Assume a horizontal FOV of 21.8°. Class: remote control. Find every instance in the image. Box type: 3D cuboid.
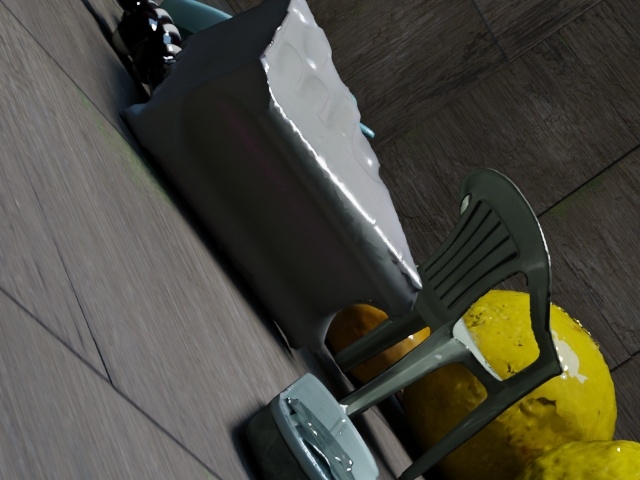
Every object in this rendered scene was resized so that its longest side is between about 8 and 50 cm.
[{"bbox_3d":[-0.004,0.158,1.251,0.104,0.052,0.247,55,5,4],"label":"remote control"}]

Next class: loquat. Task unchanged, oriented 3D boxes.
[{"bbox_3d":[0.063,0.108,1.918,0.137,0.113,0.137,34,34,-26],"label":"loquat"}]

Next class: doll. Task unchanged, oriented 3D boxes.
[{"bbox_3d":[-0.169,-0.187,1.781,0.091,0.067,0.219,22,39,-63],"label":"doll"}]

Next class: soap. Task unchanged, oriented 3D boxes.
[{"bbox_3d":[-0.027,-0.078,1.658,0.302,0.159,0.258,56,19,-18],"label":"soap"}]

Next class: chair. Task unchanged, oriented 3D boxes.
[{"bbox_3d":[0.127,0.080,1.718,0.190,0.274,0.203,49,6,-49],"label":"chair"}]

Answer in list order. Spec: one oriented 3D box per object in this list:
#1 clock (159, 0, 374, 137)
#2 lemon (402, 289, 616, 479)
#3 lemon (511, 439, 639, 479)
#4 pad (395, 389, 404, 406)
[{"bbox_3d":[-0.066,-0.175,1.922,0.274,0.094,0.223,31,-1,44],"label":"clock"},{"bbox_3d":[0.228,0.192,2.037,0.310,0.258,0.258,50,8,-43],"label":"lemon"},{"bbox_3d":[0.316,0.354,1.835,0.268,0.268,0.322,59,10,26],"label":"lemon"},{"bbox_3d":[0.194,0.281,2.277,0.284,0.018,0.286,31,24,-55],"label":"pad"}]
